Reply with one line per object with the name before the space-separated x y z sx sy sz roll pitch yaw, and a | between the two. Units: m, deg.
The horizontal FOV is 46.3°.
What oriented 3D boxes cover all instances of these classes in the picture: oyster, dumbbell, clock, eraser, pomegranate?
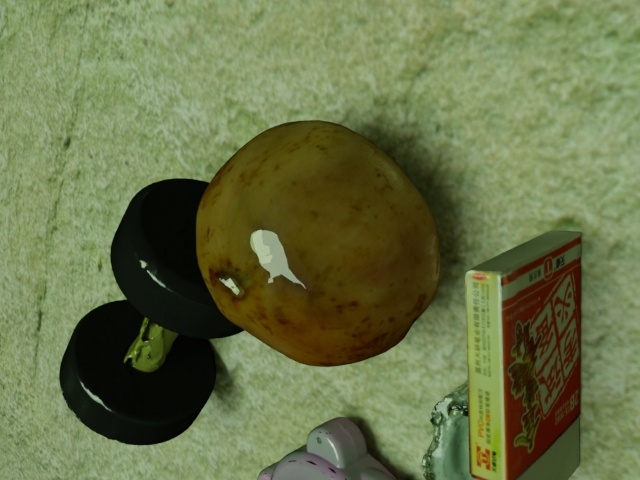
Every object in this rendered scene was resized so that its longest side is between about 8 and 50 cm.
oyster | 0.168 0.282 0.745 0.199 0.087 0.252 105 148 -53
dumbbell | -0.193 0.098 0.952 0.204 0.203 0.322 51 130 21
clock | 0.035 0.352 0.893 0.248 0.090 0.227 57 132 17
eraser | 0.177 0.118 0.638 0.038 0.157 0.230 6 106 39
pomegranate | 0.000 0.000 0.735 0.248 0.248 0.248 14 112 40
